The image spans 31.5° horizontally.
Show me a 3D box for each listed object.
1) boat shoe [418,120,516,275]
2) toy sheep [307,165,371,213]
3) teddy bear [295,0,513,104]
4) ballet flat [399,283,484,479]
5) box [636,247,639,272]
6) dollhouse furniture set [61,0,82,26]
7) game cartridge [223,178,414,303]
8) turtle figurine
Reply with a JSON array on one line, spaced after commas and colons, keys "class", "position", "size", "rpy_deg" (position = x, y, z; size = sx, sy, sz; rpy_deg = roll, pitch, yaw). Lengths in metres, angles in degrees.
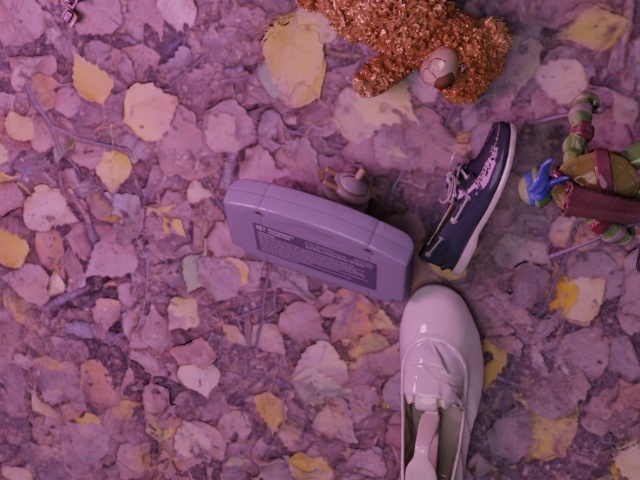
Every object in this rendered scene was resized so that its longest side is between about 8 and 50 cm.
[{"class": "boat shoe", "position": [0.216, -0.067, 1.666], "size": [0.079, 0.095, 0.254], "rpy_deg": [19, 123, -1]}, {"class": "toy sheep", "position": [0.032, -0.065, 1.727], "size": [0.091, 0.091, 0.132], "rpy_deg": [39, 132, 1]}, {"class": "teddy bear", "position": [0.103, -0.316, 1.601], "size": [0.245, 0.113, 0.338], "rpy_deg": [-35, 96, 27]}, {"class": "ballet flat", "position": [0.179, 0.271, 1.777], "size": [0.139, 0.139, 0.400], "rpy_deg": [6, 110, 16]}, {"class": "box", "position": [0.617, -0.055, 1.551], "size": [0.296, 0.073, 0.293], "rpy_deg": [17, 113, 12]}, {"class": "dollhouse furniture set", "position": [-0.419, -0.397, 1.755], "size": [0.114, 0.081, 0.091], "rpy_deg": [39, 116, 1]}, {"class": "game cartridge", "position": [0.000, 0.000, 1.717], "size": [0.294, 0.196, 0.060], "rpy_deg": [19, 70, 10]}, {"class": "turtle figurine", "position": [0.409, -0.101, 1.534], "size": [0.266, 0.275, 0.197], "rpy_deg": [-5, 77, 18]}]
